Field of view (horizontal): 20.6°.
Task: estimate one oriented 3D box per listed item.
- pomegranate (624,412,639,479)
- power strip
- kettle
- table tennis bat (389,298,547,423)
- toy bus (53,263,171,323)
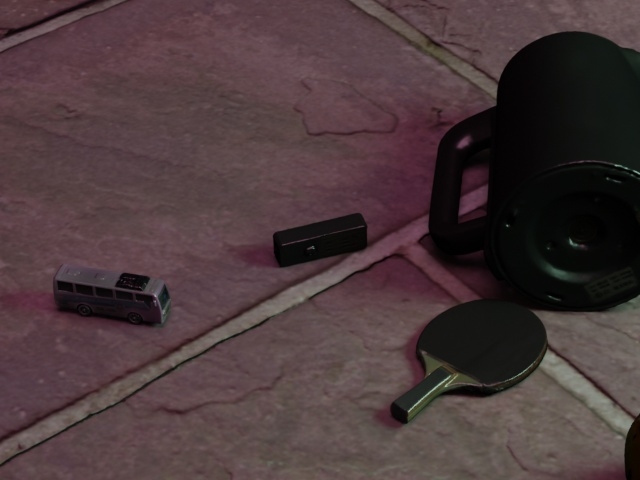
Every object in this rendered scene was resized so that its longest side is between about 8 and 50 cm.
[{"bbox_3d":[0.388,0.220,1.699,0.205,0.159,0.159,26,41,-7],"label":"pomegranate"},{"bbox_3d":[0.000,0.000,2.048,0.111,0.038,0.029,-13,42,-11],"label":"power strip"},{"bbox_3d":[0.276,-0.072,2.043,0.203,0.262,0.308,29,33,-18],"label":"kettle"},{"bbox_3d":[0.154,0.129,1.902,0.130,0.019,0.220,28,47,33],"label":"table tennis bat"},{"bbox_3d":[-0.234,0.059,1.976,0.131,0.052,0.037,9,39,12],"label":"toy bus"}]
